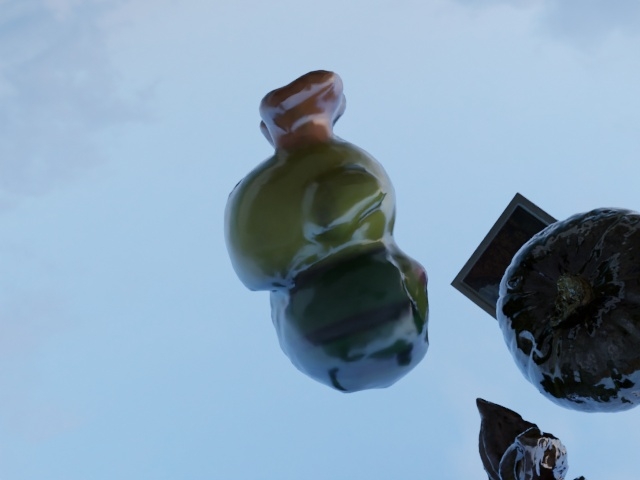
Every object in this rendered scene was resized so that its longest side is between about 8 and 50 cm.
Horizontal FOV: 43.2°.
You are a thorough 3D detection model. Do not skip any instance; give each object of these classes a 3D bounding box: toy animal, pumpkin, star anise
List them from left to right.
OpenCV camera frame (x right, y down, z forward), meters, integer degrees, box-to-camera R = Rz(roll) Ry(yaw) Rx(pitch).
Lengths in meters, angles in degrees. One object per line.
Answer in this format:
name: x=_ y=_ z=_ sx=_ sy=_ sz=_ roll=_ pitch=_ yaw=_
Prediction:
toy animal: x=-0.002 y=0.002 z=0.874 sx=0.191 sy=0.338 sz=0.216 roll=-19 pitch=-179 yaw=-2
star anise: x=0.218 y=0.251 z=0.805 sx=0.073 sy=0.212 sz=0.197 roll=-31 pitch=-161 yaw=-12
pumpkin: x=0.292 y=0.070 z=0.851 sx=0.223 sy=0.157 sz=0.224 roll=-22 pitch=-127 yaw=33

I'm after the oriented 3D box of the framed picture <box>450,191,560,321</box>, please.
framed picture: x=0.345 y=0.070 z=1.223 sx=0.250 sy=0.184 sz=0.016 roll=40 pitch=-166 yaw=20
